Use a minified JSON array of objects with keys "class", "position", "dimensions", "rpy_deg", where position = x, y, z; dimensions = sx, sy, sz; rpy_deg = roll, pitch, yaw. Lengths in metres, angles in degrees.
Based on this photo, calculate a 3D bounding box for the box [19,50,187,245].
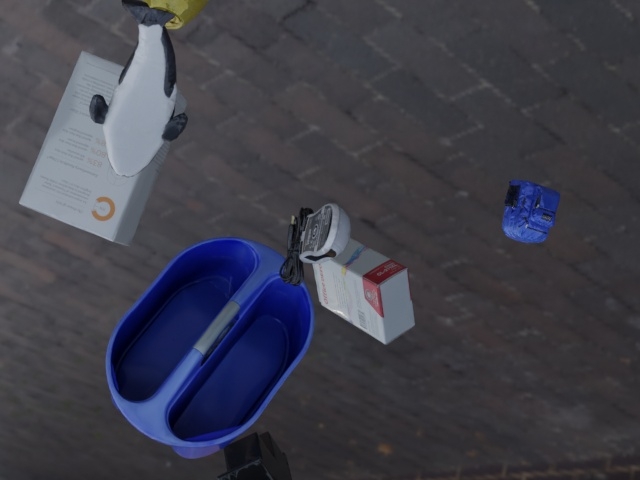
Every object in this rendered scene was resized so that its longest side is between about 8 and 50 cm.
[{"class":"box","position":[-0.451,-0.188,2.331],"dimensions":[0.215,0.345,0.168],"rpy_deg":[22,177,4]}]

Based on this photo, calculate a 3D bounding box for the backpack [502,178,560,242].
[{"class":"backpack","position":[0.425,-0.055,2.245],"dimensions":[0.098,0.120,0.101],"rpy_deg":[16,179,-25]}]

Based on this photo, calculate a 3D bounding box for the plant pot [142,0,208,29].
[{"class":"plant pot","position":[-0.257,-0.423,1.914],"dimensions":[0.134,0.095,0.134],"rpy_deg":[13,158,5]}]

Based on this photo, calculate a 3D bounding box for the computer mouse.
[{"class":"computer mouse","position":[0.000,0.000,1.423],"dimensions":[0.042,0.106,0.193],"rpy_deg":[16,169,-18]}]

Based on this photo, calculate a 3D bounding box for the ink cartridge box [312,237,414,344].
[{"class":"ink cartridge box","position":[0.072,0.079,1.906],"dimensions":[0.175,0.072,0.127],"rpy_deg":[30,140,44]}]

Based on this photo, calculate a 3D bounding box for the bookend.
[{"class":"bookend","position":[-0.105,0.357,1.746],"dimensions":[0.072,0.156,0.157],"rpy_deg":[-26,124,4]}]

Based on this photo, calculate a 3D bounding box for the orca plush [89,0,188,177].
[{"class":"orca plush","position":[-0.293,-0.248,1.755],"dimensions":[0.151,0.102,0.287],"rpy_deg":[-7,123,-9]}]

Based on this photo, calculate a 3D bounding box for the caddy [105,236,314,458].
[{"class":"caddy","position":[-0.161,0.154,1.621],"dimensions":[0.241,0.341,0.179],"rpy_deg":[35,153,5]}]
